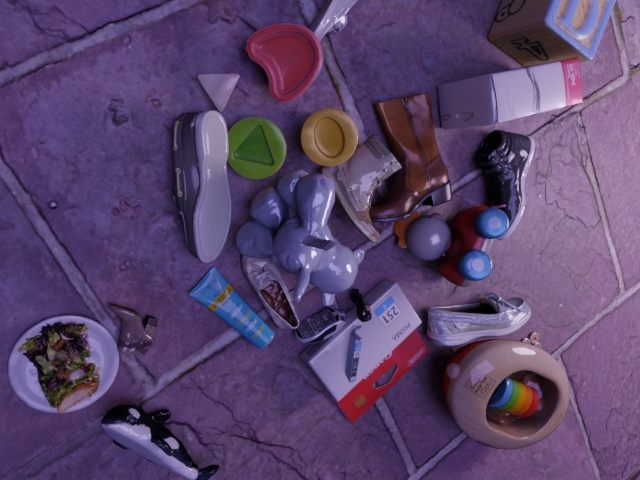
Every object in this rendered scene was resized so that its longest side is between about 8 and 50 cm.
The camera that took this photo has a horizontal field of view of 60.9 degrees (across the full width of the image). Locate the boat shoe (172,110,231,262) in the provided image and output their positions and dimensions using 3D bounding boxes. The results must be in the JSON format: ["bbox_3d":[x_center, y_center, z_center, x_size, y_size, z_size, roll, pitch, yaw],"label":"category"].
[{"bbox_3d":[-0.248,-0.109,1.113,0.109,0.091,0.305,-16,111,-61],"label":"boat shoe"}]

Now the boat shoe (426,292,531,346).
[{"bbox_3d":[0.432,0.199,1.476,0.320,0.118,0.103,-10,105,-17],"label":"boat shoe"}]

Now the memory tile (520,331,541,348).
[{"bbox_3d":[0.613,0.350,1.642,0.148,0.012,0.113,-27,108,-19],"label":"memory tile"}]

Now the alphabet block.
[{"bbox_3d":[0.585,-0.568,1.385,0.193,0.197,0.193,24,88,-26],"label":"alphabet block"}]

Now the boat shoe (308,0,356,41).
[{"bbox_3d":[0.034,-0.499,1.209,0.063,0.066,0.184,36,72,-25],"label":"boat shoe"}]

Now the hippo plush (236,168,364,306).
[{"bbox_3d":[0.000,0.000,1.155,0.236,0.294,0.234,32,91,-45],"label":"hippo plush"}]

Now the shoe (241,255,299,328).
[{"bbox_3d":[-0.108,0.110,1.230,0.076,0.058,0.219,-33,110,-18],"label":"shoe"}]

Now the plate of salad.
[{"bbox_3d":[-0.500,0.247,1.069,0.199,0.048,0.200,-4,100,-24],"label":"plate of salad"}]

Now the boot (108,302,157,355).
[{"bbox_3d":[-0.392,0.186,1.114,0.118,0.042,0.087,28,84,-29],"label":"boot"}]

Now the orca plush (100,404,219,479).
[{"bbox_3d":[-0.325,0.410,1.151,0.287,0.151,0.102,39,49,-22],"label":"orca plush"}]

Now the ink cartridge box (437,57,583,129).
[{"bbox_3d":[0.466,-0.362,1.352,0.282,0.207,0.117,-16,103,-23],"label":"ink cartridge box"}]

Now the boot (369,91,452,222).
[{"bbox_3d":[0.185,-0.198,1.309,0.264,0.096,0.281,-20,102,-14],"label":"boot"}]

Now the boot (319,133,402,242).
[{"bbox_3d":[0.118,-0.118,1.236,0.165,0.077,0.213,-33,82,3],"label":"boot"}]

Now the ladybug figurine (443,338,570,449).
[{"bbox_3d":[0.495,0.406,1.498,0.449,0.162,0.305,31,94,-29],"label":"ladybug figurine"}]

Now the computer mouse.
[{"bbox_3d":[0.028,0.193,1.302,0.193,0.106,0.042,-27,128,-8],"label":"computer mouse"}]

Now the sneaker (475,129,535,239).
[{"bbox_3d":[0.468,-0.157,1.449,0.146,0.104,0.296,16,85,-25],"label":"sneaker"}]

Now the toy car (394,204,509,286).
[{"bbox_3d":[0.307,-0.017,1.365,0.237,0.219,0.210,23,87,2],"label":"toy car"}]

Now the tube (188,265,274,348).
[{"bbox_3d":[-0.190,0.156,1.209,0.207,0.052,0.080,46,68,-18],"label":"tube"}]

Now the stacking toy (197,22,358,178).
[{"bbox_3d":[-0.089,-0.289,1.182,0.279,0.130,0.309,-20,105,5],"label":"stacking toy"}]

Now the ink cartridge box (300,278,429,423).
[{"bbox_3d":[0.135,0.290,1.372,0.296,0.066,0.261,-40,111,-15],"label":"ink cartridge box"}]
